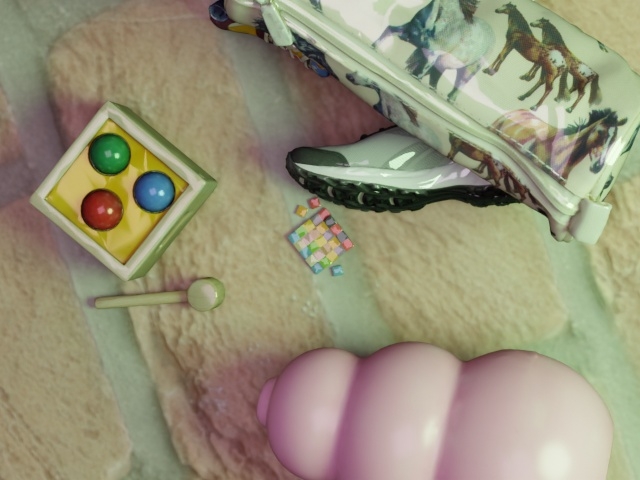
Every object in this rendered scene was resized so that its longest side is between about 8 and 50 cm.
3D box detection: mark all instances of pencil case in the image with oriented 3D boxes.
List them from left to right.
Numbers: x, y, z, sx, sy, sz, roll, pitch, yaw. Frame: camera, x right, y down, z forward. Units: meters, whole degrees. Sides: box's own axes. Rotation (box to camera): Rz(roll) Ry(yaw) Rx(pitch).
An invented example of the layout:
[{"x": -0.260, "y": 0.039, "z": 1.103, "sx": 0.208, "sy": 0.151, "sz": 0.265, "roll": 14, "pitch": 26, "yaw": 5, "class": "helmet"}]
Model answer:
[{"x": 0.102, "y": -0.163, "z": 1.110, "sx": 0.410, "sy": 0.160, "sz": 0.183, "roll": 34, "pitch": 54, "yaw": 6, "class": "pencil case"}]

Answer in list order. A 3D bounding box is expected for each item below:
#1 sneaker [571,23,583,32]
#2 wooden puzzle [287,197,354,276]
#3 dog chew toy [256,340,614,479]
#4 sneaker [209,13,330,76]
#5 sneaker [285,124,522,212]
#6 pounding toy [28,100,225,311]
[{"x": 0.165, "y": -0.174, "z": 1.226, "sx": 0.188, "sy": 0.071, "sz": 0.066, "roll": -3, "pitch": 89, "yaw": 8, "class": "sneaker"}, {"x": 0.000, "y": 0.000, "z": 1.276, "sx": 0.049, "sy": 0.006, "sz": 0.083, "roll": -38, "pitch": 89, "yaw": 4, "class": "wooden puzzle"}, {"x": 0.102, "y": 0.189, "z": 1.186, "sx": 0.331, "sy": 0.206, "sz": 0.207, "roll": 11, "pitch": 93, "yaw": 11, "class": "dog chew toy"}, {"x": -0.019, "y": -0.204, "z": 1.239, "sx": 0.185, "sy": 0.069, "sz": 0.084, "roll": 0, "pitch": 87, "yaw": 5, "class": "sneaker"}, {"x": 0.101, "y": -0.088, "z": 1.230, "sx": 0.271, "sy": 0.100, "sz": 0.108, "roll": -3, "pitch": 79, "yaw": 0, "class": "sneaker"}, {"x": -0.181, "y": -0.003, "z": 1.245, "sx": 0.206, "sy": 0.094, "sz": 0.181, "roll": 40, "pitch": 94, "yaw": 2, "class": "pounding toy"}]
